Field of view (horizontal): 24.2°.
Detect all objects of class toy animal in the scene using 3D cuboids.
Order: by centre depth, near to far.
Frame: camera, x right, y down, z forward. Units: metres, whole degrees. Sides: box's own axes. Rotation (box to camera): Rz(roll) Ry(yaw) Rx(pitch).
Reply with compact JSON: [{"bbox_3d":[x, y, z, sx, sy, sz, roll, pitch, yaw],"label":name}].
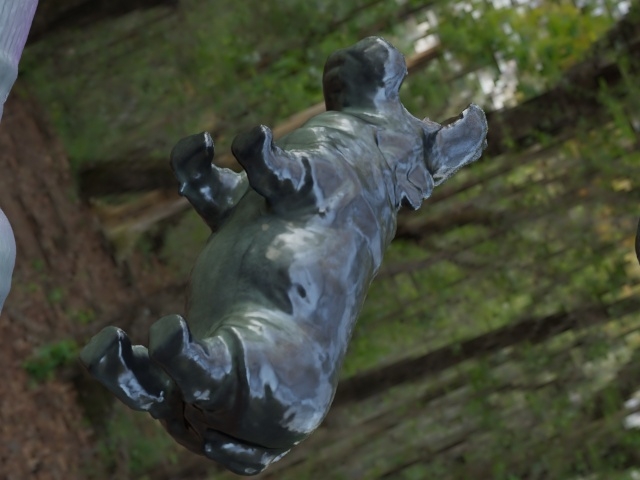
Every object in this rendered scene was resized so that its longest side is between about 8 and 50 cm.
[{"bbox_3d":[-0.006,-0.016,0.935,0.106,0.343,0.168,-8,-53,45],"label":"toy animal"}]

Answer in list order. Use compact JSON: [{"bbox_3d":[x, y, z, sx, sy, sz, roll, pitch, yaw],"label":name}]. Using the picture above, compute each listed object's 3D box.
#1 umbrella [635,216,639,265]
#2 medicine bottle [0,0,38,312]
[{"bbox_3d":[0.140,-0.032,0.497,0.250,0.052,0.053,78,11,-69],"label":"umbrella"},{"bbox_3d":[-0.232,-0.016,0.516,0.256,0.256,0.325,160,-53,-89],"label":"medicine bottle"}]
